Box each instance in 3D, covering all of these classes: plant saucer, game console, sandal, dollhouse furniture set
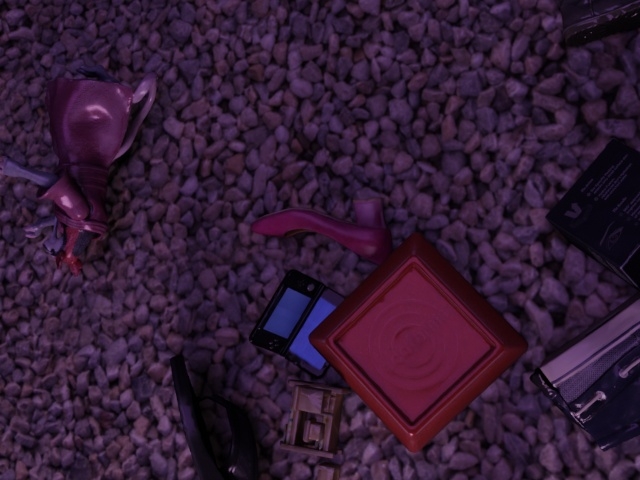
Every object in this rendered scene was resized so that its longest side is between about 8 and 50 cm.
[{"bbox_3d":[0.148,0.162,1.253,0.258,0.047,0.259,-45,79,7],"label":"plant saucer"},{"bbox_3d":[-0.026,0.140,1.315,0.085,0.124,0.144,33,93,46],"label":"game console"},{"bbox_3d":[-0.138,0.391,1.294,0.107,0.167,0.446,-20,83,-12],"label":"sandal"},{"bbox_3d":[-0.033,0.318,1.247,0.101,0.161,0.182,6,83,19],"label":"dollhouse furniture set"}]

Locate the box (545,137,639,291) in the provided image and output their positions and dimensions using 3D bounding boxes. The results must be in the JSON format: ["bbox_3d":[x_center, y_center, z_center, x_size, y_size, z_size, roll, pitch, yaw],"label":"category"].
[{"bbox_3d":[0.446,-0.039,1.148,0.156,0.093,0.158,-50,42,6],"label":"box"}]

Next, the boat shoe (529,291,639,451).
[{"bbox_3d":[0.485,0.159,1.133,0.340,0.127,0.158,-39,79,17],"label":"boat shoe"}]

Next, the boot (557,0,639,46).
[{"bbox_3d":[0.444,-0.432,1.258,0.189,0.076,0.209,-13,71,14],"label":"boot"}]

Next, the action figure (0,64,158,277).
[{"bbox_3d":[-0.432,-0.114,1.458,0.275,0.248,0.371,-1,79,-9],"label":"action figure"}]

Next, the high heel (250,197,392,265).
[{"bbox_3d":[0.000,0.000,1.336,0.244,0.082,0.117,-7,87,12],"label":"high heel"}]
